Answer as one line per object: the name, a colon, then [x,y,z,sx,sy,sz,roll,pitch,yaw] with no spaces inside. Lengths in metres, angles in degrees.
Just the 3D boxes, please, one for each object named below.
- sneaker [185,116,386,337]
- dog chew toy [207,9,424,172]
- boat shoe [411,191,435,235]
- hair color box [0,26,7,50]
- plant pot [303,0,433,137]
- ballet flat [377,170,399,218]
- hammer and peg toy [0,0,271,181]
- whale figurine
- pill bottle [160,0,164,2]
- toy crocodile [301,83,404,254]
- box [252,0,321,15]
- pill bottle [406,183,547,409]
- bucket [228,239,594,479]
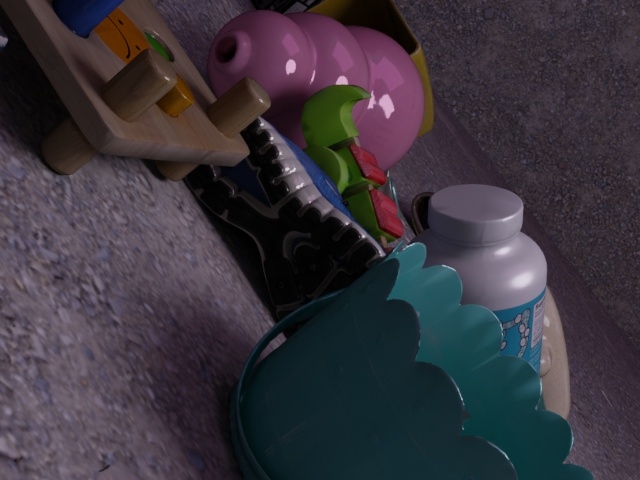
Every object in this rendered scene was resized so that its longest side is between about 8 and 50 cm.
sneaker: [0.000,0.000,1.110,0.330,0.130,0.147,56,18,12]
dog chew toy: [-0.012,-0.191,1.378,0.332,0.207,0.206,15,40,-54]
boat shoe: [0.253,0.047,1.765,0.097,0.116,0.324,23,30,-53]
hair color box: [-0.351,-0.236,0.656,0.347,0.105,0.174,56,15,12]
plant pot: [0.058,-0.236,1.678,0.187,0.212,0.212,54,10,-47]
ballet flat: [0.073,-0.099,1.594,0.072,0.068,0.213,-126,-151,-64]
hammer and peg toy: [-0.217,-0.217,0.960,0.361,0.127,0.266,56,18,10]
whale figurine: [0.282,0.182,1.574,0.216,0.141,0.272,32,47,-82]
pill bottle: [-0.237,-0.436,1.290,0.301,0.169,0.169,49,16,-12]
toy crocodile: [0.048,-0.010,1.233,0.115,0.105,0.340,13,59,-66]
box: [-0.048,-0.477,1.897,0.147,0.180,0.077,57,17,17]
pill bottle: [0.153,0.081,1.119,0.146,0.146,0.264,-90,178,-65]
bucket: [0.070,0.156,0.874,0.281,0.183,0.281,48,16,-18]
